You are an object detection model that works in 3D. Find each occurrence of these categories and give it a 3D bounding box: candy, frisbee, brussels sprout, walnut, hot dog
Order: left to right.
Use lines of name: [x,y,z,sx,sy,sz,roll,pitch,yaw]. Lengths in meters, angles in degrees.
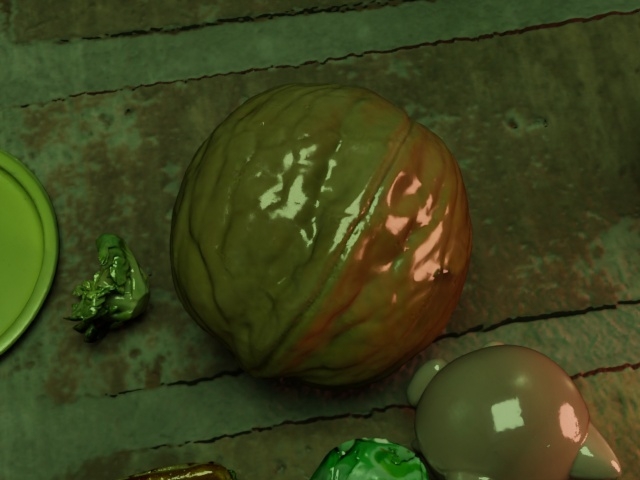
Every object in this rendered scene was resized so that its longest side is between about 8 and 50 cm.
frisbee: [-0.324,0.016,1.122,0.235,0.017,0.236,0,61,1]
brussels sprout: [-0.162,0.041,1.077,0.058,0.085,0.085,35,66,4]
hot dog: [-0.118,0.188,1.012,0.122,0.037,0.049,-8,72,3]
walnut: [0.000,0.000,1.021,0.228,0.228,0.228,0,60,1]
candy: [0.029,0.290,0.933,0.097,0.097,0.324,1,67,1]

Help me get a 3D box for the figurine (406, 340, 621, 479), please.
figurine: [0.129,0.136,0.994,0.125,0.125,0.138,-22,47,-11]
